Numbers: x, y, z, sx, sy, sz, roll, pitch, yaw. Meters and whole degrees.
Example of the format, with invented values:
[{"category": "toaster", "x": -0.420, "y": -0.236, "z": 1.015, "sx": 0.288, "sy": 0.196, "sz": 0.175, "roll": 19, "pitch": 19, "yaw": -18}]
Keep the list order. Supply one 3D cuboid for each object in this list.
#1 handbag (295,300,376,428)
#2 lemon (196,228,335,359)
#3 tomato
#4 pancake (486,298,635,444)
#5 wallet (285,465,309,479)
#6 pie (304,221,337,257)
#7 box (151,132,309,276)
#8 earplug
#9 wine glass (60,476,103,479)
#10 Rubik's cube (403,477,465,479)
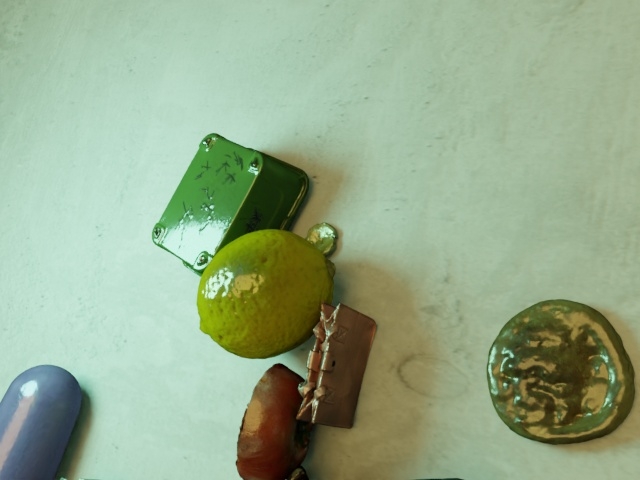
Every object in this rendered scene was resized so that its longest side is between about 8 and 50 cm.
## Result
[{"category": "handbag", "x": 0.030, "y": 0.231, "z": 1.099, "sx": 0.059, "sy": 0.157, "sz": 0.213, "roll": 5, "pitch": 73, "yaw": 31}, {"category": "lemon", "x": -0.107, "y": 0.104, "z": 1.171, "sx": 0.267, "sy": 0.267, "sz": 0.268, "roll": -11, "pitch": 66, "yaw": 26}, {"category": "tomato", "x": -0.068, "y": 0.335, "z": 1.091, "sx": 0.084, "sy": 0.225, "sz": 0.225, "roll": 9, "pitch": 76, "yaw": 23}, {"category": "pancake", "x": 0.384, "y": 0.213, "z": 0.970, "sx": 0.241, "sy": 0.050, "sz": 0.242, "roll": -11, "pitch": 67, "yaw": 26}, {"category": "wallet", "x": -0.103, "y": 0.497, "z": 1.054, "sx": 0.031, "sy": 0.122, "sz": 0.232, "roll": 38, "pitch": 69, "yaw": 22}, {"category": "pie", "x": 0.000, "y": 0.000, "z": 1.290, "sx": 0.084, "sy": 0.020, "sz": 0.085, "roll": -11, "pitch": 64, "yaw": 24}, {"category": "box", "x": -0.210, "y": -0.068, "z": 1.341, "sx": 0.252, "sy": 0.177, "sz": 0.329, "roll": 25, "pitch": 85, "yaw": 36}, {"category": "earplug", "x": -0.701, "y": 0.512, "z": 1.385, "sx": 0.215, "sy": 0.215, "sz": 0.456, "roll": 11, "pitch": 74, "yaw": 32}, {"category": "wine glass", "x": -0.511, "y": 0.627, "z": 1.266, "sx": 0.156, "sy": 0.156, "sz": 0.233, "roll": -10, "pitch": 62, "yaw": 26}, {"category": "Rubik's cube", "x": 0.078, "y": 0.524, "z": 0.851, "sx": 0.344, "sy": 0.337, "sz": 0.344, "roll": -14, "pitch": 65, "yaw": 23}]
